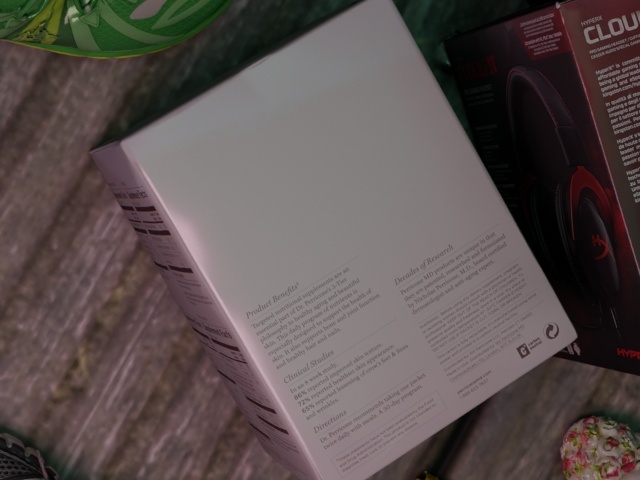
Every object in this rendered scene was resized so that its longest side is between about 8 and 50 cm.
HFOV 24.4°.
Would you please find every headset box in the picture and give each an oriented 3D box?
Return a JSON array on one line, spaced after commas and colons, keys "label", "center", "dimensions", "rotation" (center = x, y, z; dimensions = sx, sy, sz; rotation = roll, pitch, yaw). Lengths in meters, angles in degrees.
[{"label": "headset box", "center": [0.204, -0.062, 1.062], "dimensions": [0.110, 0.218, 0.293], "rotation": [-20, 97, -14]}]

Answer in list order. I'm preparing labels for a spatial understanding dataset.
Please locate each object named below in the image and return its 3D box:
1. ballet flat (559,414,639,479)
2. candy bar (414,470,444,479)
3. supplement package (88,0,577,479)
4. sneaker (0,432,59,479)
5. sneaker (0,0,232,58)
[{"label": "ballet flat", "center": [0.278, 0.239, 1.159], "dimensions": [0.091, 0.077, 0.241], "rotation": [-38, 99, -10]}, {"label": "candy bar", "center": [0.070, 0.257, 1.133], "dimensions": [0.040, 0.018, 0.161], "rotation": [17, 86, -18]}, {"label": "supplement package", "center": [0.000, 0.000, 1.018], "dimensions": [0.199, 0.198, 0.262], "rotation": [-32, 99, -12]}, {"label": "sneaker", "center": [-0.186, 0.217, 1.016], "dimensions": [0.299, 0.112, 0.121], "rotation": [28, 83, -13]}, {"label": "sneaker", "center": [-0.189, -0.180, 1.003], "dimensions": [0.295, 0.123, 0.109], "rotation": [-5, 92, -16]}]
